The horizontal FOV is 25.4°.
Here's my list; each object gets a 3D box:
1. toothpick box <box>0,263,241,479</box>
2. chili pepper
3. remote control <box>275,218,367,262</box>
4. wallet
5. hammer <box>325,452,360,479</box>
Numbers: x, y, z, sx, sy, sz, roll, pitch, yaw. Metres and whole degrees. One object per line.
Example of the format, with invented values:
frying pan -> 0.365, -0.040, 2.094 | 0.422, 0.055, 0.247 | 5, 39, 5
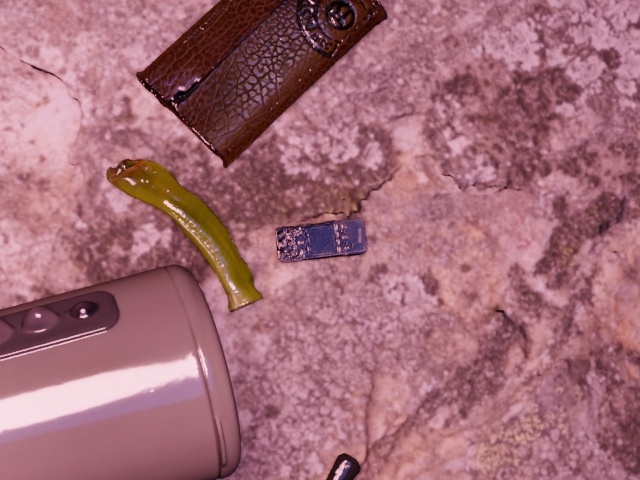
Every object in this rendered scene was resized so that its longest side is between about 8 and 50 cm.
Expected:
toothpick box -> -0.248, 0.147, 1.304 | 0.317, 0.229, 0.229 | -13, 91, -13
chili pepper -> -0.129, -0.012, 1.431 | 0.201, 0.050, 0.052 | 49, 42, -6
remote control -> 0.000, 0.000, 1.476 | 0.096, 0.014, 0.039 | -6, 89, -13
wallet -> -0.056, -0.202, 1.457 | 0.243, 0.039, 0.133 | -44, 94, -14
hammer -> -0.030, 0.329, 1.451 | 0.103, 0.029, 0.246 | 38, 78, -10
